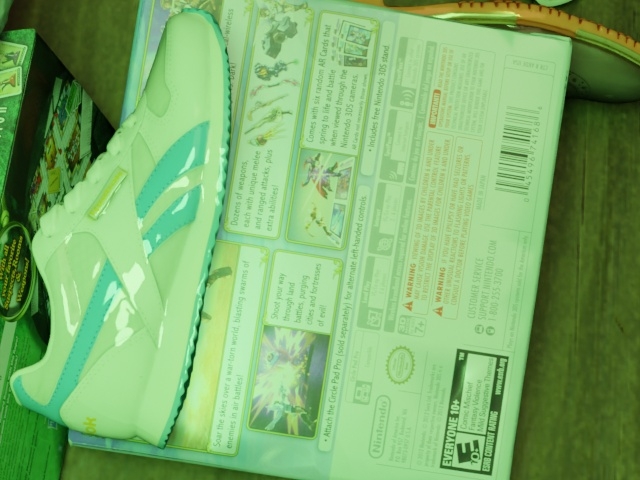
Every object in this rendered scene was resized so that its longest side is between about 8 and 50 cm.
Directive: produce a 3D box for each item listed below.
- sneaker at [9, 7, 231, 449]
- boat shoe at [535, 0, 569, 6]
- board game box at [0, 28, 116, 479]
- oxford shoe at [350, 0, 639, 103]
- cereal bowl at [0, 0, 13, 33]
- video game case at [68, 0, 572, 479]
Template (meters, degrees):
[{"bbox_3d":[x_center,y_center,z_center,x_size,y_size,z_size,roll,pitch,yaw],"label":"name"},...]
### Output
[{"bbox_3d":[-0.097,-0.013,0.854,0.092,0.087,0.229,11,83,-2],"label":"sneaker"},{"bbox_3d":[0.172,-0.202,1.097,0.125,0.038,0.046,-50,126,-17],"label":"boat shoe"},{"bbox_3d":[-0.162,0.032,0.897,0.030,0.136,0.260,2,67,14],"label":"board game box"},{"bbox_3d":[0.077,-0.100,1.025,0.271,0.097,0.098,6,89,-4],"label":"oxford shoe"},{"bbox_3d":[-0.307,-0.134,0.902,0.339,0.141,0.339,-8,61,14],"label":"cereal bowl"},{"bbox_3d":[0.000,0.000,0.935,0.244,0.061,0.269,10,85,-6],"label":"video game case"}]
